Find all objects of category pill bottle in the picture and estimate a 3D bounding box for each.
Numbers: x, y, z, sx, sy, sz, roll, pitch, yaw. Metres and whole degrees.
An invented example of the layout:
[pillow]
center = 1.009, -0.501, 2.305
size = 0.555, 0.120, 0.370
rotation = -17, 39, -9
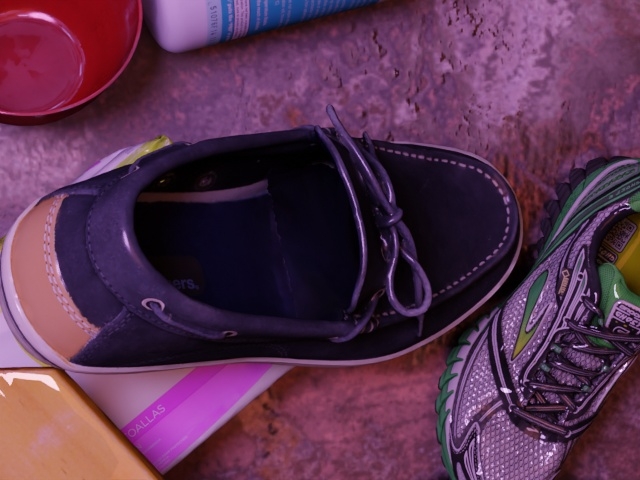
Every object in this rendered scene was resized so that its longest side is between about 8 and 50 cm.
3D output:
[pill bottle]
center = -0.020, -0.250, 1.254
size = 0.264, 0.146, 0.146
rotation = -15, 95, -13

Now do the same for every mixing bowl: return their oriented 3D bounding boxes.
[mixing bowl]
center = -0.233, -0.160, 1.214
size = 0.181, 0.098, 0.181
rotation = 3, 69, -8

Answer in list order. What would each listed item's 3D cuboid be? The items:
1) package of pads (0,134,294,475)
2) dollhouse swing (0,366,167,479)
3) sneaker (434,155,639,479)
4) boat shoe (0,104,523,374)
[package of pads]
center = -0.179, 0.080, 1.246
size = 0.296, 0.101, 0.229
rotation = -40, 101, -11
[dollhouse swing]
center = -0.189, 0.293, 1.197
size = 0.347, 0.315, 0.305
rotation = -44, 74, 3
[sneaker]
center = 0.211, 0.079, 1.324
size = 0.134, 0.146, 0.343
rotation = 27, 86, -14
[boat shoe]
center = 0.000, 0.000, 1.179
size = 0.500, 0.156, 0.186
rotation = -6, 75, -42
